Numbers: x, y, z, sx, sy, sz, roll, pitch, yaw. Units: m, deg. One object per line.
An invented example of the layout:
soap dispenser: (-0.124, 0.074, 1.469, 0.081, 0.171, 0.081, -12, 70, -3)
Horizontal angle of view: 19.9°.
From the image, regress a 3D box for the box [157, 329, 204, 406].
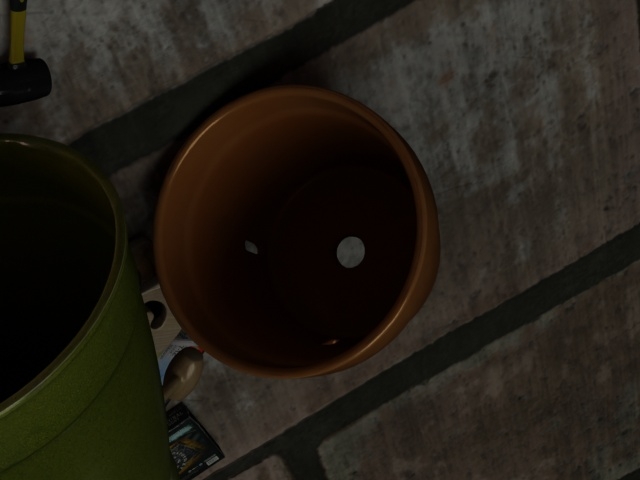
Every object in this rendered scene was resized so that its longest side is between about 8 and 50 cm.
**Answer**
box: (-0.224, 0.174, 2.071, 0.114, 0.036, 0.207, 7, 127, -45)

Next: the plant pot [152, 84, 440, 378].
plant pot: (0.000, 0.000, 1.872, 0.291, 0.291, 0.203, -43, 162, 11)

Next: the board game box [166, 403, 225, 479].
board game box: (-0.218, 0.281, 2.211, 0.186, 0.026, 0.126, -33, 145, -3)

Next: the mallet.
mallet: (-0.274, -0.196, 1.601, 0.062, 0.039, 0.189, -22, 139, -24)

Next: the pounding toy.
pounding toy: (-0.211, 0.094, 1.873, 0.269, 0.155, 0.154, 11, 117, -41)

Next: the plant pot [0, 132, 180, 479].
plant pot: (-0.292, 0.157, 1.651, 0.366, 0.366, 0.353, -29, 134, -9)
